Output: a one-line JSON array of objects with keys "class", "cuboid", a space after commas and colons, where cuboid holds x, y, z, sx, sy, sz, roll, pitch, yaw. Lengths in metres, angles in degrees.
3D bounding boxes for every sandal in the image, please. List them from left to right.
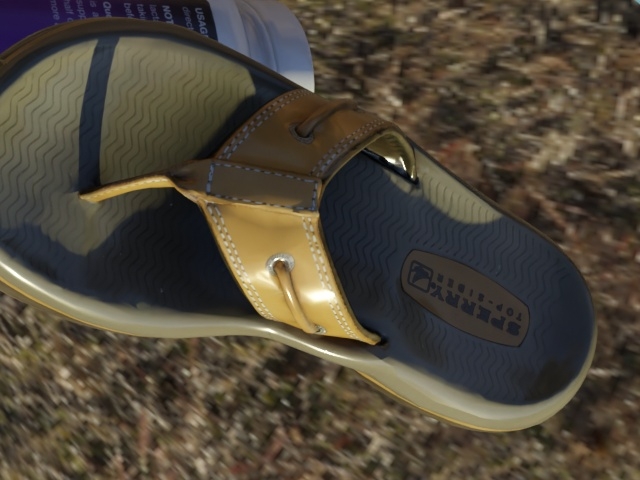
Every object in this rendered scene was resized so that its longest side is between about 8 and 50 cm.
[{"class": "sandal", "cuboid": [0.000, 0.000, 0.555, 0.219, 0.060, 0.090, 26, 73, -27]}]

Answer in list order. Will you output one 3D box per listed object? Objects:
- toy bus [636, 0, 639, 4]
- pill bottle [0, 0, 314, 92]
[{"class": "toy bus", "cuboid": [0.207, -0.083, 0.648, 0.191, 0.202, 0.104, 41, 85, -19]}, {"class": "pill bottle", "cuboid": [-0.171, -0.097, 1.243, 0.323, 0.181, 0.181, 0, 97, -34]}]
